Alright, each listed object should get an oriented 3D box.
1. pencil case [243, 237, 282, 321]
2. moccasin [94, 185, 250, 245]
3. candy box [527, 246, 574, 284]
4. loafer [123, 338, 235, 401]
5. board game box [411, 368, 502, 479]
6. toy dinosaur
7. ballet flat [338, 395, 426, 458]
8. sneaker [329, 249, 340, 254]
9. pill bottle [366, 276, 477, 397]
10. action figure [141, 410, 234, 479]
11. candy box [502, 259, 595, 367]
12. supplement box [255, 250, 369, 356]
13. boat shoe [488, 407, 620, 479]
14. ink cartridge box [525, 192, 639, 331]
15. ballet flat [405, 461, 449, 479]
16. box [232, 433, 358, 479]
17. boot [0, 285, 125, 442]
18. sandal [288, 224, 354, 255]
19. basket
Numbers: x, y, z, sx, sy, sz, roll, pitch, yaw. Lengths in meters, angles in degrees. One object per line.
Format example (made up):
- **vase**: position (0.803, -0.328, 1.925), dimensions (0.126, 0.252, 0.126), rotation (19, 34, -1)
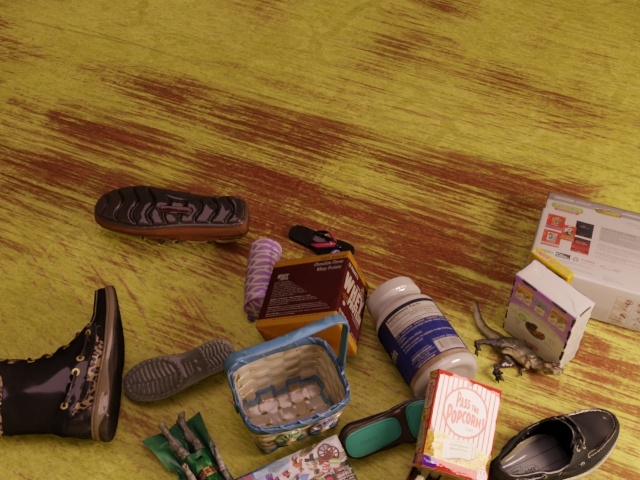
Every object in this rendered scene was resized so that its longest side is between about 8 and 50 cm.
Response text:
- **pencil case**: position (-0.132, 0.090, 2.076), dimensions (0.088, 0.086, 0.206), rotation (25, 43, -25)
- **moccasin**: position (-0.366, -0.055, 2.180), dimensions (0.379, 0.147, 0.139), rotation (-1, 61, -8)
- **candy box**: position (0.506, 0.113, 1.982), dimensions (0.027, 0.206, 0.105), rotation (-33, 55, -23)
- **loafer**: position (-0.299, 0.287, 1.898), dimensions (0.251, 0.087, 0.094), rotation (-17, 75, -2)
- **board game box**: position (0.270, 0.368, 1.731), dimensions (0.146, 0.045, 0.194), rotation (20, 67, -14)
- **toy dinosaur**: position (0.407, 0.244, 1.961), dimensions (0.118, 0.064, 0.268), rotation (-27, 51, -32)
- **ballet flat**: position (0.166, 0.371, 1.806), dimensions (0.280, 0.095, 0.096), rotation (-11, 4, -8)
- **sneaker**: position (0.054, 0.091, 2.085), dimensions (0.068, 0.071, 0.170), rotation (-17, 50, -17)
- **pill bottle**: position (0.214, 0.212, 1.919), dimensions (0.153, 0.153, 0.265), rotation (-18, 49, -17)
- **action figure**: position (-0.240, 0.448, 1.756), dimensions (0.137, 0.064, 0.232), rotation (-27, 56, -28)
- **candy box**: position (0.497, 0.167, 1.937), dimensions (0.070, 0.196, 0.165), rotation (-32, 55, -27)
- **supplement box**: position (-0.013, 0.146, 1.949), dimensions (0.191, 0.129, 0.194), rotation (-9, 43, 23)
- **boat shoe**: position (0.473, 0.411, 1.766), dimensions (0.339, 0.113, 0.127), rotation (-17, 50, -16)
- **ink cartridge box**: position (0.659, 0.045, 2.100), dimensions (0.309, 0.130, 0.272), rotation (16, 48, 13)
- **ballet flat**: position (0.207, 0.470, 1.732), dimensions (0.080, 0.073, 0.232), rotation (18, 49, 18)
- **box**: position (-0.040, 0.495, 1.696), dimensions (0.233, 0.044, 0.159), rotation (-20, 66, -19)
- **boot**: position (-0.568, 0.261, 1.875), dimensions (0.284, 0.138, 0.378), rotation (-3, 52, -4)
- **sandal**: position (0.000, 0.000, 2.189), dimensions (0.179, 0.040, 0.067), rotation (22, 50, 19)
- **basket**: position (-0.058, 0.279, 1.756), dimensions (0.254, 0.289, 0.201), rotation (-19, 45, -14)
